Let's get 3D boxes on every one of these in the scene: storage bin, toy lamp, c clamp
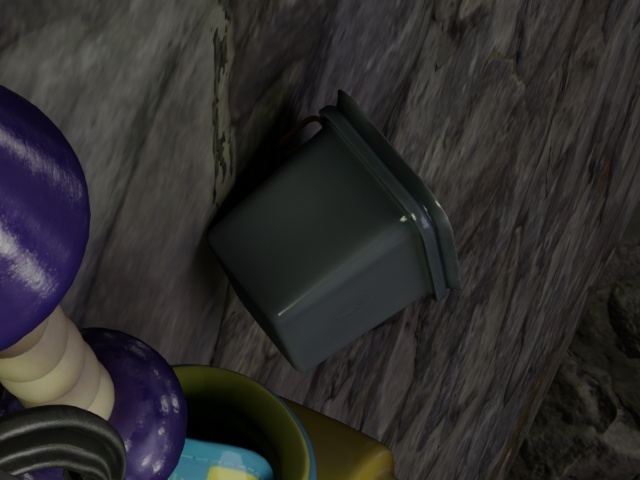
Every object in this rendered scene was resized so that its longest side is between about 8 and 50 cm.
[{"bbox_3d":[0.000,0.000,0.908,0.091,0.098,0.135,-37,163,-6],"label":"storage bin"},{"bbox_3d":[-0.091,0.019,0.567,0.275,0.080,0.080,80,34,-72],"label":"toy lamp"},{"bbox_3d":[-0.117,0.097,0.574,0.160,0.022,0.137,-37,154,15],"label":"c clamp"}]

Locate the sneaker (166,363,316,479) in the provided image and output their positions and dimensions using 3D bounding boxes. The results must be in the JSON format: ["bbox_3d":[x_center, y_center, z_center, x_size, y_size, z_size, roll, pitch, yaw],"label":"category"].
[{"bbox_3d":[-0.094,0.179,0.734,0.208,0.127,0.319,101,7,-49],"label":"sneaker"}]

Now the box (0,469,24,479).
[{"bbox_3d":[-0.166,0.174,0.476,0.113,0.094,0.275,-35,146,-66],"label":"box"}]

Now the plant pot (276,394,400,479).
[{"bbox_3d":[0.024,0.243,1.062,0.254,0.239,0.254,-60,166,-25],"label":"plant pot"}]
